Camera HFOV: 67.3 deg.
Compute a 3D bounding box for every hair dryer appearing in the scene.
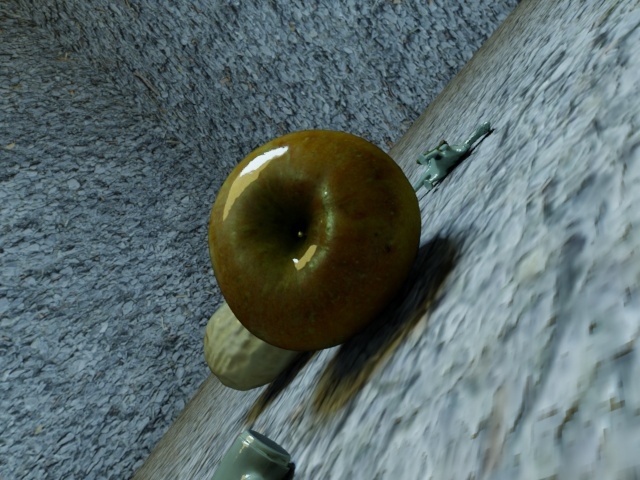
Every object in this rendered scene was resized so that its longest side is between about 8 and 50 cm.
[{"bbox_3d":[-0.059,0.212,0.362,0.106,0.054,0.154,-56,9,-16],"label":"hair dryer"}]

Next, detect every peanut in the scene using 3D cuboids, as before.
[{"bbox_3d":[-0.051,0.096,0.720,0.313,0.152,0.152,-50,3,17],"label":"peanut"}]

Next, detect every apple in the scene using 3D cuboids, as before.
[{"bbox_3d":[0.000,0.000,0.524,0.237,0.237,0.207,-50,-17,1],"label":"apple"}]

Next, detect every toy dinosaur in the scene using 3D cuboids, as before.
[{"bbox_3d":[0.196,-0.125,0.765,0.106,0.044,0.187,-38,-14,-19],"label":"toy dinosaur"}]

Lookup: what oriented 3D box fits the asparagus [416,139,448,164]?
[{"bbox_3d":[0.236,-0.186,1.014,0.023,0.022,0.233,-6,1,-1],"label":"asparagus"}]
